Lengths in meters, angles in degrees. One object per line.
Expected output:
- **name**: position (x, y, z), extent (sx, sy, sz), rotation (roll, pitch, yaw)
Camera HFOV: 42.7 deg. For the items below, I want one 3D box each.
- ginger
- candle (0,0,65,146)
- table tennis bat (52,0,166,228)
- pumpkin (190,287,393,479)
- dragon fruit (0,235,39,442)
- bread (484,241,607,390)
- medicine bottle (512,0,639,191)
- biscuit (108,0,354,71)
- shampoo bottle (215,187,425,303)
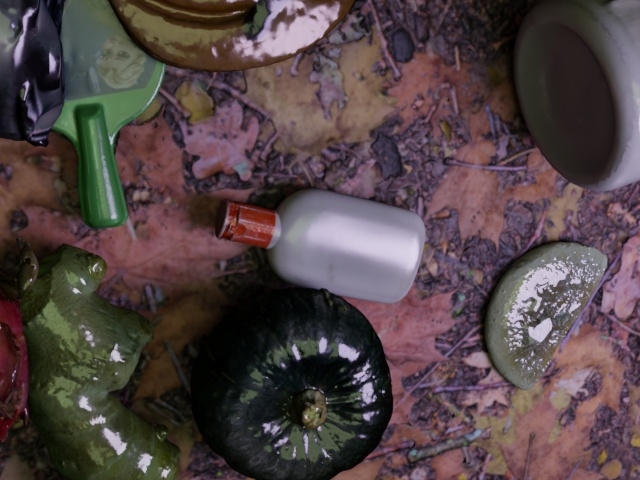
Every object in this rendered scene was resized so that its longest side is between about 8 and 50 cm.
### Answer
- **ginger**: position (-0.222, 0.142, 0.806), extent (0.137, 0.089, 0.290), rotation (-21, 105, -38)
- **candle**: position (-0.356, -0.188, 0.625), extent (0.330, 0.187, 0.188), rotation (9, 100, -11)
- **table tennis bat**: position (-0.218, -0.137, 0.764), extent (0.160, 0.039, 0.257), rotation (-8, 103, -14)
- **pumpkin**: position (-0.025, 0.151, 0.833), extent (0.211, 0.152, 0.212), rotation (-6, 119, -11)
- **dragon fruit**: position (-0.358, 0.112, 0.688), extent (0.211, 0.147, 0.282), rotation (46, 106, -2)
- **bread**: position (0.256, 0.077, 0.970), extent (0.112, 0.036, 0.193), rotation (30, 92, -21)
- **medicine bottle**: position (0.411, -0.205, 0.858), extent (0.371, 0.211, 0.211), rotation (-21, 109, -12)
- **biscuit**: position (-0.105, -0.335, 0.724), extent (0.314, 0.063, 0.368), rotation (-13, 105, -20)
- **shampoo bottle**: position (0.000, 0.000, 0.859), extent (0.220, 0.051, 0.108), rotation (12, 102, -21)
